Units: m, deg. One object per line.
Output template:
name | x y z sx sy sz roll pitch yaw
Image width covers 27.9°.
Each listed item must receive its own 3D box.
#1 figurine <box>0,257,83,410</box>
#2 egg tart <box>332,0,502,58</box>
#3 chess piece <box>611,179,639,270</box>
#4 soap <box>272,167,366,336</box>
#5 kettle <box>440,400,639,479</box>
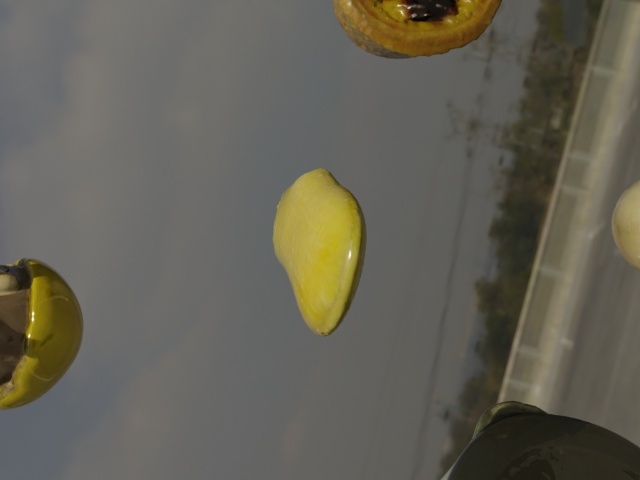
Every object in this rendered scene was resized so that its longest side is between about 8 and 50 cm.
figurine | -0.438 0.084 1.475 0.344 0.215 0.187 22 -123 -43
egg tart | 0.101 -0.309 1.541 0.171 0.215 0.215 153 135 -75
chess piece | 0.264 -0.040 0.831 0.171 0.094 0.094 -30 -21 -8
soap | 0.000 0.000 0.833 0.168 0.033 0.089 -115 43 -66
kettle | 0.147 0.365 0.973 0.361 0.250 0.376 66 147 33
